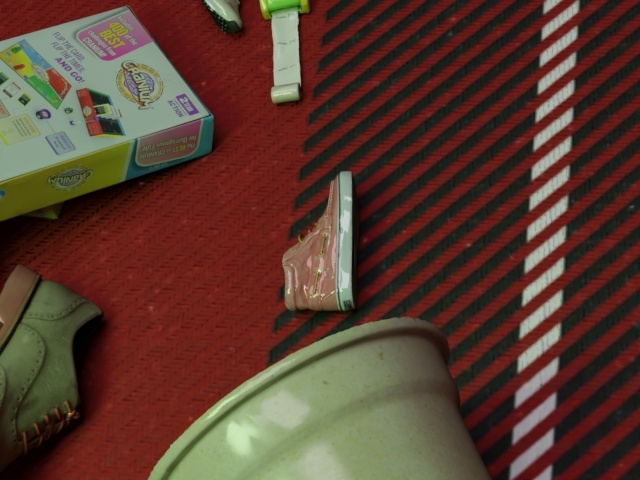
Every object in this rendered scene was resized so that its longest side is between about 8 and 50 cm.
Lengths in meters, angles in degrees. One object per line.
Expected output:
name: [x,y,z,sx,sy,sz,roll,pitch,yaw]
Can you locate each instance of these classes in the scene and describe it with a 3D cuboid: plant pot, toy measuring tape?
plant pot: [0.054,0.292,1.466,0.333,0.334,0.305,-32,64,-5]
toy measuring tape: [-0.055,-0.330,2.030,0.121,0.121,0.330,-9,55,12]

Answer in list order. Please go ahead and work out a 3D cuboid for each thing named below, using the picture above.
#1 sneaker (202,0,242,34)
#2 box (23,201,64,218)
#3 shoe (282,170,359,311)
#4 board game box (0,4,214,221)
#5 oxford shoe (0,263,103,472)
sneaker: [-0.128,-0.338,2.092,0.075,0.057,0.161,-34,50,0]
box: [-0.356,-0.113,2.019,0.109,0.042,0.178,5,59,19]
shoe: [0.000,0.000,1.814,0.081,0.063,0.178,-4,60,9]
board game box: [-0.324,-0.156,1.951,0.316,0.064,0.242,-19,52,-24]
oxford shoe: [-0.327,0.181,1.743,0.130,0.123,0.348,20,54,-7]
